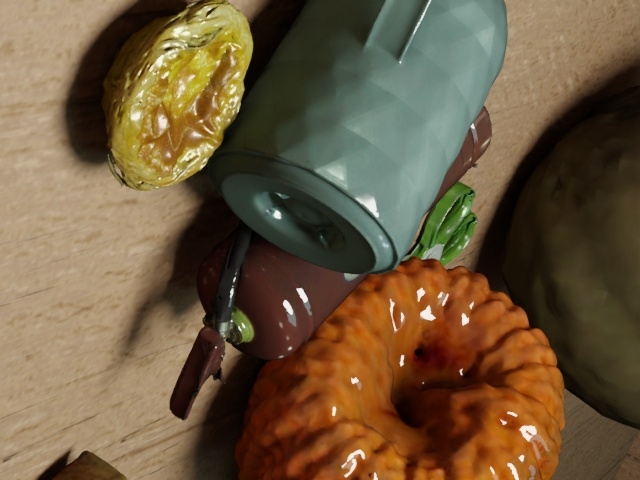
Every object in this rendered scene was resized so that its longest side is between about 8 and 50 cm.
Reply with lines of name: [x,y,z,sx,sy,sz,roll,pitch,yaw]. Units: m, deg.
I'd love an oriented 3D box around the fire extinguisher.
fire extinguisher: [0.000,0.000,1.151,0.341,0.105,0.141,-44,153,-36]

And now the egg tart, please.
egg tart: [-0.091,-0.090,0.921,0.130,0.052,0.130,-44,152,-31]

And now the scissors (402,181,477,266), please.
scissors: [0.090,0.036,1.483,0.204,0.027,0.101,-52,154,-20]

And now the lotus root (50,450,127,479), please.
lotus root: [-0.231,0.292,1.105,0.170,0.074,0.260,-25,141,-48]

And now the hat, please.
hat: [0.062,0.227,1.381,0.285,0.285,0.400,-42,156,-34]

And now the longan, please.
longan: [0.415,0.019,1.650,0.436,0.404,0.404,-30,144,-52]

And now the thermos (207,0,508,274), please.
thermos: [0.050,-0.132,1.023,0.286,0.145,0.182,-61,175,-19]
